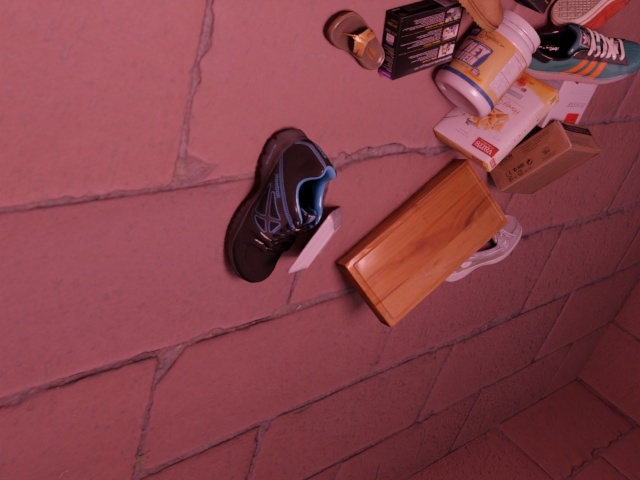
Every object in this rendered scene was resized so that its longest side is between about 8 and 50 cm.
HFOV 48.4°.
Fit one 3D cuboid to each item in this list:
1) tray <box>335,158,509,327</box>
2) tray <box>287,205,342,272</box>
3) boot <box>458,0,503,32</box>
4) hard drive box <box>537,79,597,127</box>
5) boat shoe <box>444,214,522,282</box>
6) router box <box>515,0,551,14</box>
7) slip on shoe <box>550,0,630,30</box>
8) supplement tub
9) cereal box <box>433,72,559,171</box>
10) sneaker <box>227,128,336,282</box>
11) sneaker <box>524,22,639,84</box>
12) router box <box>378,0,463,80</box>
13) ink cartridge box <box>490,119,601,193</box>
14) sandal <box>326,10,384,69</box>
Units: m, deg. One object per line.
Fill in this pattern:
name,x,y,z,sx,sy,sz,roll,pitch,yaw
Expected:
tray,0.258,0.003,1.765,0.411,0.076,0.202,-41,106,-12
tray,0.000,0.000,1.490,0.145,0.030,0.270,-53,179,8
boot,0.372,-0.515,1.297,0.270,0.089,0.236,-32,155,27
hard drive box,0.644,-0.416,1.865,0.181,0.089,0.232,-9,130,-42
boat shoe,0.456,0.008,2.047,0.320,0.118,0.103,-25,144,-19
router box,0.432,-0.632,1.431,0.309,0.081,0.243,13,113,-52
slip on shoe,0.692,-0.594,1.727,0.331,0.123,0.101,-36,151,-8
supplement tub,0.361,-0.382,1.539,0.199,0.144,0.144,-51,145,2
cereal box,0.406,-0.291,1.651,0.240,0.173,0.047,-45,145,-6
sneaker,-0.080,-0.041,1.391,0.125,0.140,0.340,-11,132,-44
sneaker,0.618,-0.439,1.662,0.302,0.108,0.121,-1,162,1
router box,0.203,-0.409,1.428,0.179,0.046,0.133,-24,139,-31
ink cartridge box,0.604,-0.220,1.927,0.193,0.088,0.235,-2,154,-48
sandal,0.078,-0.367,1.329,0.072,0.049,0.180,-54,145,7
